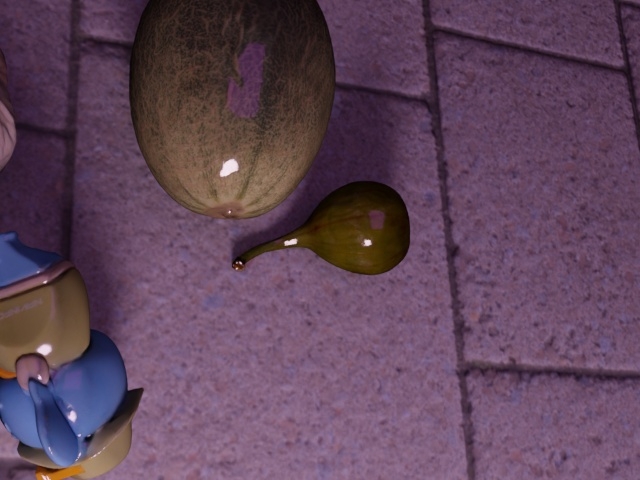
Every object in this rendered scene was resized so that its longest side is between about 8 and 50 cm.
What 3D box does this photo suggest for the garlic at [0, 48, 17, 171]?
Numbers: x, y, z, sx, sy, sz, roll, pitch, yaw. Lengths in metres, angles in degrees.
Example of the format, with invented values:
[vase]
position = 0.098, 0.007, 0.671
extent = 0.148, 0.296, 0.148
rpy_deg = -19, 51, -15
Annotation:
[garlic]
position = -0.463, -0.145, 0.971
extent = 0.318, 0.259, 0.317
rpy_deg = 13, 62, -25

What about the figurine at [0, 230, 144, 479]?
[figurine]
position = -0.275, 0.120, 1.013
extent = 0.154, 0.180, 0.261
rpy_deg = -18, 89, -25

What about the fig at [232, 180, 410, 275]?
[fig]
position = 0.000, 0.000, 1.259
extent = 0.237, 0.124, 0.124
rpy_deg = -16, 78, -6

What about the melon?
[melon]
position = -0.105, -0.186, 1.179
extent = 0.249, 0.249, 0.329
rpy_deg = 11, 74, -23
